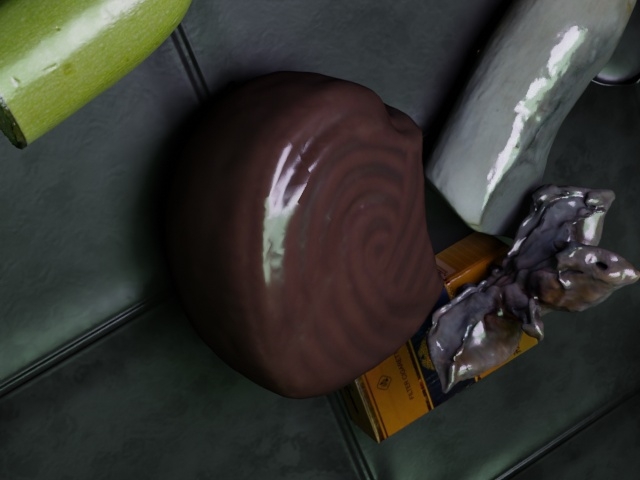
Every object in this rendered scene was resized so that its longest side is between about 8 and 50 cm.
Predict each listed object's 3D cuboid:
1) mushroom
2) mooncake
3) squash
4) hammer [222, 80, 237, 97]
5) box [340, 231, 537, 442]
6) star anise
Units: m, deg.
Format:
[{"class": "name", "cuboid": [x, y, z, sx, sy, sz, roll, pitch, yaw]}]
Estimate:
[{"class": "mushroom", "cuboid": [0.251, -0.196, 1.604, 0.177, 0.126, 0.397, 13, 106, -58]}, {"class": "mooncake", "cuboid": [0.000, 0.000, 1.501, 0.334, 0.174, 0.325, 14, 94, -42]}, {"class": "squash", "cuboid": [-0.212, -0.205, 1.334, 0.247, 0.132, 0.132, -37, 124, -11]}, {"class": "hammer", "cuboid": [-0.088, -0.079, 1.524, 0.065, 0.021, 0.178, -19, 118, -30]}, {"class": "box", "cuboid": [0.128, 0.110, 1.700, 0.237, 0.070, 0.152, -29, 122, -14]}, {"class": "star anise", "cuboid": [0.222, 0.042, 1.572, 0.257, 0.198, 0.110, -37, 110, 13]}]
